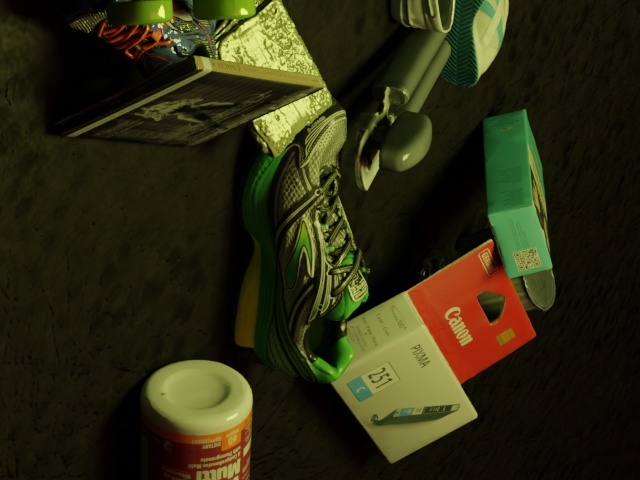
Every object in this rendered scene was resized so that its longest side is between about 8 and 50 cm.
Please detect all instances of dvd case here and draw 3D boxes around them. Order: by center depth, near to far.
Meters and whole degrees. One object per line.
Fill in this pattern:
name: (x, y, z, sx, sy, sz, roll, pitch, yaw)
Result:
dvd case: (-0.120, -0.128, 1.665, 0.221, 0.164, 0.018, -1, 71, -60)

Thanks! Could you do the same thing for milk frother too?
milk frother: (0.216, 0.054, 2.359, 0.143, 0.135, 0.129, -30, 101, -54)

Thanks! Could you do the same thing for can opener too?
can opener: (0.101, -0.157, 2.012, 0.280, 0.093, 0.074, -65, 159, -44)

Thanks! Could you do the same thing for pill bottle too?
pill bottle: (-0.137, 0.250, 1.926, 0.121, 0.121, 0.221, -34, 137, -44)

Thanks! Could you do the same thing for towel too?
towel: (-0.054, -0.170, 1.803, 0.110, 0.027, 0.148, -44, 116, -26)

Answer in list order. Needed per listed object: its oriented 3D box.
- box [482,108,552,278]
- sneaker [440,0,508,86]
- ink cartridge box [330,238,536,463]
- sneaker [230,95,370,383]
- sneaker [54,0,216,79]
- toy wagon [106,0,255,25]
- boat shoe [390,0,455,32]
box: (0.250, -0.064, 2.262, 0.244, 0.060, 0.100, -85, 158, -56)
sneaker: (0.179, -0.297, 2.108, 0.092, 0.087, 0.228, -52, 156, -38)
ink cartridge box: (0.151, 0.150, 2.269, 0.261, 0.066, 0.296, -30, 147, 2)
sneaker: (0.000, 0.000, 1.948, 0.134, 0.146, 0.343, -32, 134, -46)
sneaker: (-0.153, -0.190, 1.586, 0.221, 0.083, 0.087, 5, 65, -59)
toy wagon: (-0.143, -0.314, 1.476, 0.344, 0.068, 0.267, -15, 104, -55)
boat shoe: (0.132, -0.342, 1.992, 0.083, 0.076, 0.226, -38, 141, -41)
